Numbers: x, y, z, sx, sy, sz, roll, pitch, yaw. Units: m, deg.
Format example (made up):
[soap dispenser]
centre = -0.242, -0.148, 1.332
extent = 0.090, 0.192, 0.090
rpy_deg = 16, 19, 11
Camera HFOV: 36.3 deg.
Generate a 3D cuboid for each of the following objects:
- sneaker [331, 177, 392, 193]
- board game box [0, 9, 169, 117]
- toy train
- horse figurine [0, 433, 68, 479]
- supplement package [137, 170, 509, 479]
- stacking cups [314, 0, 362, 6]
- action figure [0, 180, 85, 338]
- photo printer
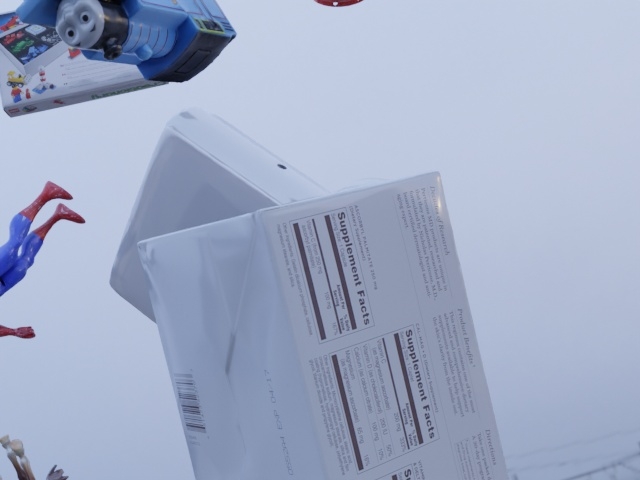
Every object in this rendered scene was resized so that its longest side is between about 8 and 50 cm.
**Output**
[sneaker]
centre = 0.000, 0.000, 1.387
extent = 0.292, 0.108, 0.169
rpy_deg = -6, 29, 47
[board game box]
centre = -0.452, -0.357, 1.828
extent = 0.305, 0.193, 0.053
rpy_deg = -12, -12, -3
[toy train]
centre = -0.145, -0.175, 0.722
extent = 0.080, 0.105, 0.184
rpy_deg = -39, -11, 23
[horse figurine]
centre = -0.294, 0.288, 1.023
extent = 0.066, 0.174, 0.263
rpy_deg = -31, 5, -25
[supplement package]
centre = 0.000, 0.102, 0.697
extent = 0.145, 0.262, 0.204
rpy_deg = -14, 2, -32
[stacking cups]
centre = 0.013, -0.340, 0.786
extent = 0.096, 0.096, 0.316
rpy_deg = -14, -49, -6
[action figure]
centre = -0.387, 0.065, 1.234
extent = 0.280, 0.139, 0.091
rpy_deg = -50, -26, -22
[photo printer]
centre = -0.074, 0.033, 1.101
extent = 0.107, 0.307, 0.256
rpy_deg = -32, -26, -56
